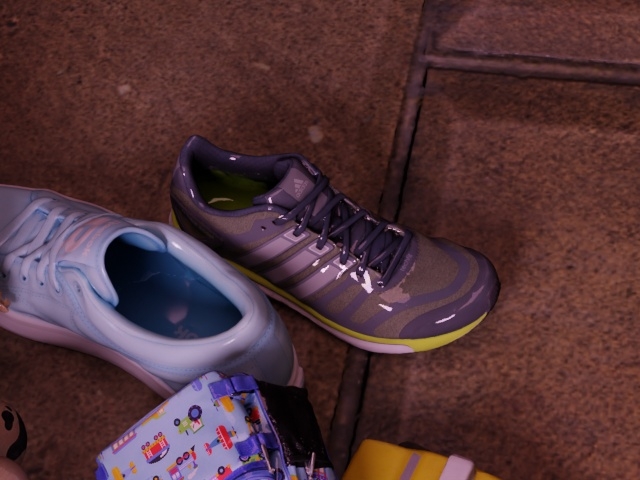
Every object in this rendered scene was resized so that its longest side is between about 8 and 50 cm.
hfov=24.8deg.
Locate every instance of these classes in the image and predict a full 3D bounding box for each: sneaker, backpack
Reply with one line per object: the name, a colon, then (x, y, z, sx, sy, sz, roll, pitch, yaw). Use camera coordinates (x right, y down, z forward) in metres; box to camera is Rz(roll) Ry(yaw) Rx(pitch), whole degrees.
sneaker: (-0.173, 0.017, 1.165, 0.366, 0.150, 0.135, 22, 58, 21)
backpack: (-0.060, 0.199, 1.023, 0.158, 0.117, 0.173, -34, 61, 18)
sneaker: (0.000, 0.000, 1.174, 0.300, 0.121, 0.111, 16, 57, 17)

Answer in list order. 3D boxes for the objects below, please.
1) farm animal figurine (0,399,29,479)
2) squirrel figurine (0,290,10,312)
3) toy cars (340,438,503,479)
farm animal figurine: (-0.240, 0.241, 0.912, 0.172, 0.327, 0.330, -14, 70, 11)
squirrel figurine: (-0.418, -0.023, 1.049, 0.281, 0.397, 0.370, 34, 90, 34)
toy cars: (0.130, 0.273, 0.979, 0.176, 0.087, 0.394, -22, 54, -9)
